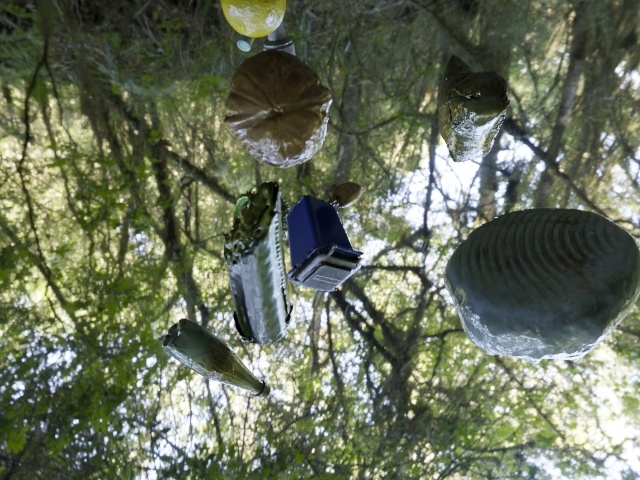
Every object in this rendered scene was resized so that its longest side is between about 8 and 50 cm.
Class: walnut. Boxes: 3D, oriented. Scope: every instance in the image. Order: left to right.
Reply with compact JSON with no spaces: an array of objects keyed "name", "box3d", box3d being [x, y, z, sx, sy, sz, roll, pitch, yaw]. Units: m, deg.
[{"name":"walnut","box3d":[-0.114,-0.354,1.213,0.332,0.333,0.333,8,-141,-7]}]

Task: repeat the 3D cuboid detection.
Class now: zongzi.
[{"name":"zongzi","box3d":[0.446,-0.474,1.340,0.174,0.356,0.394,-5,-99,7]}]

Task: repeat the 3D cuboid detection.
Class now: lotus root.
[{"name":"lotus root","box3d":[0.065,-0.126,1.227,0.072,0.063,0.152,14,-149,33]}]

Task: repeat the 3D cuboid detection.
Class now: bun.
[{"name":"bun","box3d":[0.416,0.083,0.842,0.354,0.194,0.355,-20,-151,12]}]

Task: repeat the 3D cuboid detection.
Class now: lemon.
[{"name":"lemon","box3d":[-0.110,-0.394,0.732,0.108,0.133,0.109,0,-99,-2]}]

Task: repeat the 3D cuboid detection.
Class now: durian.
[{"name":"durian","box3d":[-0.194,-0.065,1.532,0.236,0.200,0.176,22,-178,42]}]

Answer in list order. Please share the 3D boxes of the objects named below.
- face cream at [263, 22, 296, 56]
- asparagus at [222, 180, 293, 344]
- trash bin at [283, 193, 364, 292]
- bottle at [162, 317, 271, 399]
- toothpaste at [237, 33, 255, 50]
[{"name":"face cream","box3d":[-0.129,-0.599,1.406,0.101,0.252,0.101,-5,-140,4]},{"name":"asparagus","box3d":[-0.123,0.051,0.853,0.128,0.382,0.108,9,-137,10]},{"name":"trash bin","box3d":[0.000,0.000,1.196,0.162,0.184,0.235,17,-136,-35]},{"name":"bottle","box3d":[-0.210,0.266,0.948,0.270,0.083,0.083,45,-151,-27]},{"name":"toothpaste","box3d":[-0.155,-0.548,1.072,0.036,0.056,0.206,10,-110,13]}]
